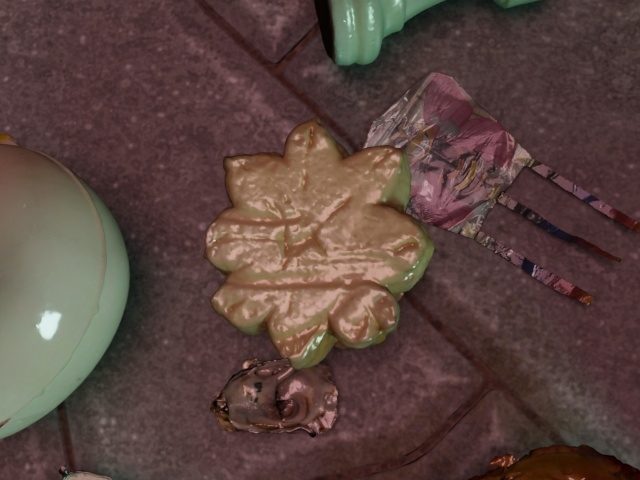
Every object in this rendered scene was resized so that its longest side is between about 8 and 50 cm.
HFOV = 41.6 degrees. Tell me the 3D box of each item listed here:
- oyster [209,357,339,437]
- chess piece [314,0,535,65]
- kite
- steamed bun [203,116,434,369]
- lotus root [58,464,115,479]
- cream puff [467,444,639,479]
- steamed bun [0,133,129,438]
[{"bbox_3d":[-0.061,0.190,1.050,0.165,0.053,0.108,-4,98,0],"label":"oyster"},{"bbox_3d":[0.142,-0.337,1.057,0.299,0.194,0.195,-11,79,-3],"label":"chess piece"},{"bbox_3d":[0.214,-0.061,1.072,0.360,0.022,0.204,36,86,16],"label":"kite"},{"bbox_3d":[0.000,0.000,1.036,0.295,0.137,0.292,36,88,18],"label":"steamed bun"},{"bbox_3d":[-0.304,0.378,1.041,0.183,0.078,0.204,11,86,-2],"label":"lotus root"},{"bbox_3d":[0.253,0.392,0.878,0.350,0.228,0.351,-12,66,27],"label":"cream puff"},{"bbox_3d":[-0.407,0.065,0.991,0.374,0.334,0.334,-41,77,0],"label":"steamed bun"}]
